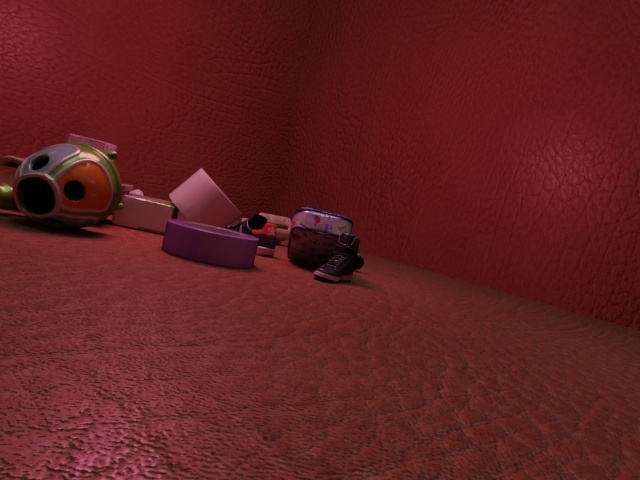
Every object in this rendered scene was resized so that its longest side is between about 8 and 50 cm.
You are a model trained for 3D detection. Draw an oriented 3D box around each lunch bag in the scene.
[{"bbox_3d":[0.000,0.000,1.744,0.242,0.115,0.303,10,-27,-3],"label":"lunch bag"}]

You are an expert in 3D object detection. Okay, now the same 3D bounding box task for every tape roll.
[{"bbox_3d":[-0.456,-0.142,1.828,0.246,0.169,0.246,49,-5,6],"label":"tape roll"},{"bbox_3d":[-0.327,0.008,1.379,0.274,0.090,0.275,14,2,-1],"label":"tape roll"}]

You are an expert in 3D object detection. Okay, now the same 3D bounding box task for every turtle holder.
[{"bbox_3d":[-0.731,-0.156,1.268,0.320,0.244,0.227,22,21,3],"label":"turtle holder"}]

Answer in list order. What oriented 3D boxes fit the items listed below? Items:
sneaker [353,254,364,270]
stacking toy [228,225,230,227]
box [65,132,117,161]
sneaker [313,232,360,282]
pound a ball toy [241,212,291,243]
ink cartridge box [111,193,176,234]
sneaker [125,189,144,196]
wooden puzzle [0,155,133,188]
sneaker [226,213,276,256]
[{"bbox_3d":[0.077,0.071,1.968,0.237,0.085,0.086,12,18,-19],"label":"sneaker"},{"bbox_3d":[-0.481,-0.057,2.372,0.166,0.052,0.221,11,5,-6],"label":"stacking toy"},{"bbox_3d":[-0.933,-0.261,1.826,0.169,0.290,0.087,13,3,4],"label":"box"},{"bbox_3d":[0.057,0.053,1.523,0.086,0.164,0.226,17,5,25],"label":"sneaker"},{"bbox_3d":[-0.290,-0.041,2.405,0.208,0.136,0.319,-13,-11,28],"label":"pound a ball toy"},{"bbox_3d":[-0.662,-0.105,1.769,0.198,0.115,0.273,13,3,-13],"label":"ink cartridge box"},{"bbox_3d":[-0.870,-0.177,2.176,0.290,0.123,0.105,17,3,42],"label":"sneaker"},{"bbox_3d":[-0.852,-0.200,1.577,0.347,0.081,0.322,14,2,-14],"label":"wooden puzzle"},{"bbox_3d":[-0.293,-0.041,1.862,0.349,0.148,0.131,15,4,42],"label":"sneaker"}]
